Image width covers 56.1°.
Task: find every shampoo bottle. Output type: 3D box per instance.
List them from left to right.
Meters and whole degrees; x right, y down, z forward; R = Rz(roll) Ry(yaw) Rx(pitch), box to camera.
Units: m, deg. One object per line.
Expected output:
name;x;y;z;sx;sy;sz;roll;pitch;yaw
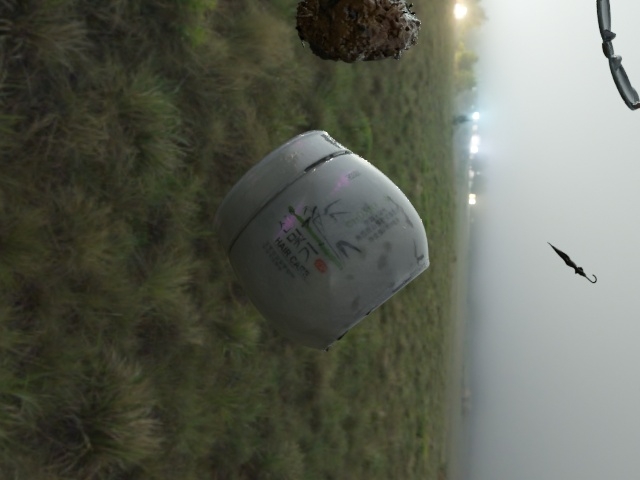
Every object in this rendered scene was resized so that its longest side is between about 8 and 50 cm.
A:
shampoo bottle;0.000;0.000;0.890;0.266;0.273;0.273;49;12;7

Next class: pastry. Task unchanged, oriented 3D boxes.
pastry;0.080;-0.474;1.247;0.275;0.274;0.193;-64;153;-59

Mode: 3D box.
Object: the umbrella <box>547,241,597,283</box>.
umbrella;0.455;0.041;1.094;0.122;0.013;0.022;51;-37;46

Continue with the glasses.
glasses;0.590;-0.347;0.962;0.118;0.268;0.234;-35;109;-45
